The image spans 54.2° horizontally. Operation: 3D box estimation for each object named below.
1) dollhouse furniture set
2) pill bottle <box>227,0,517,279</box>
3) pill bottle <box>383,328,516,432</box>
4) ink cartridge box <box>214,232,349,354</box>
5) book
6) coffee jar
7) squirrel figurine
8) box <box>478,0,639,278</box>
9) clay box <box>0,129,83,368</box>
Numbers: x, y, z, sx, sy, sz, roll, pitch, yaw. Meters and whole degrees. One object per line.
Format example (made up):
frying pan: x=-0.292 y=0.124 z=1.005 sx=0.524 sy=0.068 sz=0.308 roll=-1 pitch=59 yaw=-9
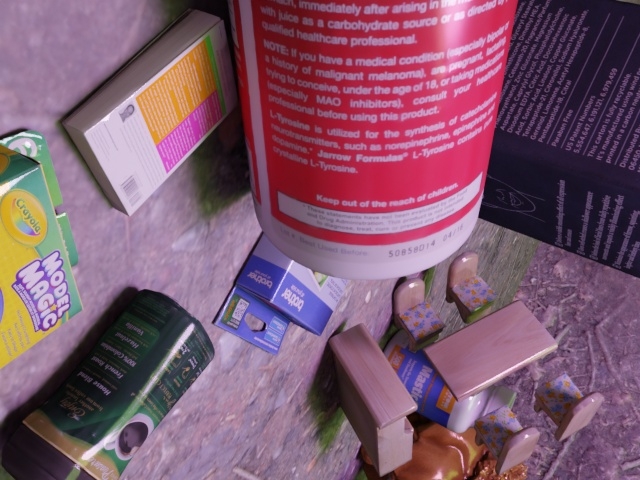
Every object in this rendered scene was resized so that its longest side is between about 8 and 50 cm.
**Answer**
dollhouse furniture set: x=0.234 y=0.215 z=1.116 sx=0.393 sy=0.362 sz=0.257 roll=-25 pitch=143 yaw=-12
pill bottle: x=0.040 y=-0.183 z=0.509 sx=0.229 sy=0.228 sz=0.408 roll=-45 pitch=147 yaw=-37
pill bottle: x=0.263 y=0.309 z=1.322 sx=0.152 sy=0.271 sz=0.152 roll=-44 pitch=146 yaw=-39
ink cartridge box: x=0.000 y=0.000 z=0.795 sx=0.311 sy=0.065 sz=0.186 roll=-60 pitch=154 yaw=-10
book: x=-0.124 y=-0.100 z=0.497 sx=0.144 sy=0.035 sz=0.096 roll=-52 pitch=155 yaw=-26
coffee jar: x=-0.178 y=0.138 z=0.540 sx=0.184 sy=0.079 sz=0.096 roll=-53 pitch=154 yaw=-28
squirrel figurine: x=0.267 y=0.579 z=1.421 sx=0.370 sy=0.396 sz=0.281 roll=-52 pitch=158 yaw=-46
box: x=0.282 y=-0.148 z=0.819 sx=0.212 sy=0.395 sz=0.293 roll=-63 pitch=155 yaw=-8
clay box: x=-0.233 y=0.034 z=0.373 sx=0.222 sy=0.053 sz=0.128 roll=-42 pitch=146 yaw=-40
